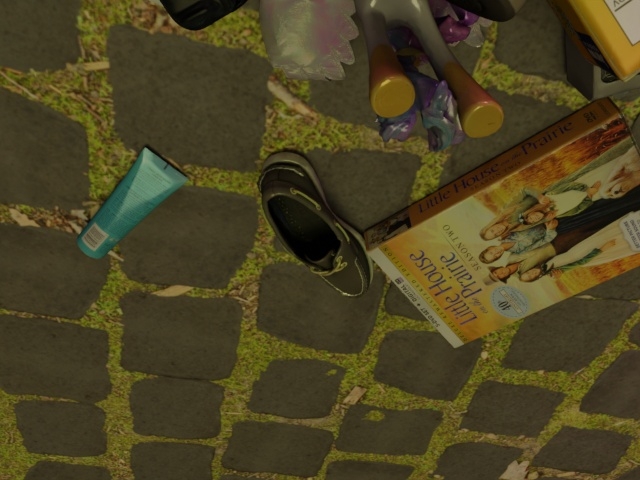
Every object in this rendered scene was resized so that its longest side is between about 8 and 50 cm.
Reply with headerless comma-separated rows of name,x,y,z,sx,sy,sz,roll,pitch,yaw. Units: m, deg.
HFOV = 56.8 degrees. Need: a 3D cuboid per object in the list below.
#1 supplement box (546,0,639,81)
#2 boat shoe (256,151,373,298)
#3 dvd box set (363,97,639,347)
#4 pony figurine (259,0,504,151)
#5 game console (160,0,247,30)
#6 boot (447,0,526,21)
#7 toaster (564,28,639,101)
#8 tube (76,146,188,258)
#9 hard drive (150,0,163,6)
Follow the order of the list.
supplement box,0.243,-0.351,0.517,0.194,0.195,0.356,-33,101,24
boat shoe,-0.004,0.001,0.944,0.109,0.091,0.305,-18,129,22
dvd box set,0.328,-0.003,0.972,0.420,0.062,0.307,-29,124,21
pony figurine,0.070,-0.265,0.605,0.303,0.363,0.351,-18,144,5
game console,-0.210,-0.379,0.596,0.213,0.044,0.361,-21,127,18
boot,0.082,-0.328,0.325,0.284,0.377,0.138,-41,144,21
toaster,0.392,-0.275,0.712,0.168,0.110,0.186,-14,129,9
tube,-0.303,-0.053,0.928,0.207,0.052,0.080,-40,125,22
hard drive,-0.184,-0.440,0.602,0.233,0.047,0.353,20,127,-17
